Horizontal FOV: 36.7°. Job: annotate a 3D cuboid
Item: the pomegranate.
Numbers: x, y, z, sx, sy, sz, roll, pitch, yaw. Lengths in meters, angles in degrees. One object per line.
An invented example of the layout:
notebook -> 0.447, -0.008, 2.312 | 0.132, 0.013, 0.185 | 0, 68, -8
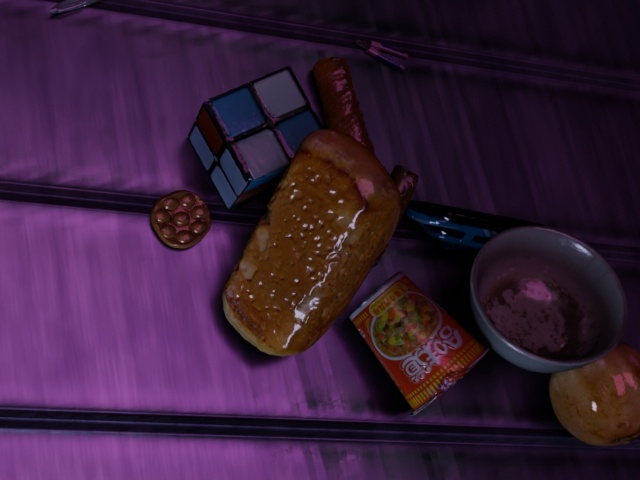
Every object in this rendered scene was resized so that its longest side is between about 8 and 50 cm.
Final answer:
pomegranate -> 0.531, 0.283, 1.801 | 0.207, 0.207, 0.207 | 4, 75, -17

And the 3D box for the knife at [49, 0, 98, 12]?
knife -> -0.414, -0.449, 1.776 | 0.184, 0.026, 0.022 | -25, 125, -24

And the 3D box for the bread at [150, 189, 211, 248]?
bread -> -0.248, -0.039, 1.724 | 0.110, 0.024, 0.110 | 4, 77, -17

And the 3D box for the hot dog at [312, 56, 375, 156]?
hot dog -> 0.053, -0.218, 1.845 | 0.083, 0.068, 0.288 | -15, 83, -15

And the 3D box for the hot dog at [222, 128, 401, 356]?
hot dog -> 0.001, 0.001, 1.658 | 0.185, 0.405, 0.223 | 38, 26, 17

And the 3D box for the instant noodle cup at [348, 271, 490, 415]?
instant noodle cup -> 0.164, 0.175, 1.731 | 0.193, 0.193, 0.212 | -38, 82, -22

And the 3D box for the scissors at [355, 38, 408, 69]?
scissors -> 0.122, -0.378, 1.936 | 0.113, 0.012, 0.039 | 20, 71, -12

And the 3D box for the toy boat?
toy boat -> 0.303, -0.008, 1.853 | 0.299, 0.134, 0.092 | 9, 102, -13

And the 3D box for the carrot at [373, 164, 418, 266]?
carrot -> 0.115, -0.039, 1.804 | 0.069, 0.069, 0.228 | 30, 81, -9

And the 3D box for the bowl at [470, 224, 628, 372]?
bowl -> 0.394, 0.128, 1.759 | 0.289, 0.146, 0.289 | 5, 57, -8

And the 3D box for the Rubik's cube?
Rubik's cube -> -0.110, -0.180, 1.721 | 0.183, 0.180, 0.167 | -29, 85, -20
